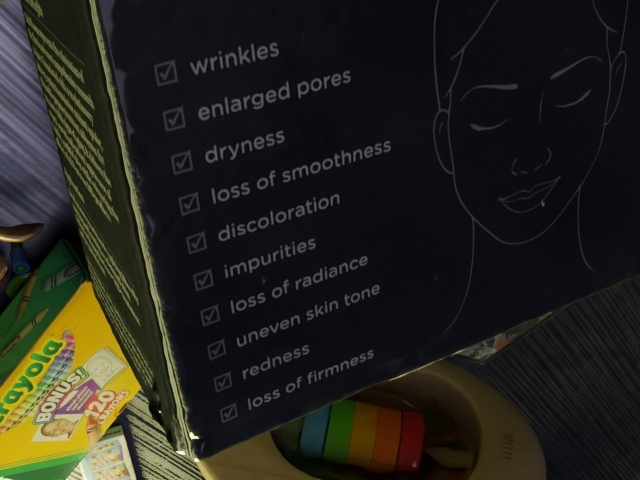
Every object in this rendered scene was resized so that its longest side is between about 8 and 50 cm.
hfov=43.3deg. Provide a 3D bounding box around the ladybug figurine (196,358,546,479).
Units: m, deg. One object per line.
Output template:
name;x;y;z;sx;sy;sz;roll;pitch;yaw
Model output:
ladybug figurine;0.045;0.269;1.011;0.450;0.305;0.161;13;133;7

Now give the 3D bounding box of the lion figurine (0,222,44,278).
lion figurine;-0.484;0.062;0.778;0.240;0.142;0.392;42;79;-5

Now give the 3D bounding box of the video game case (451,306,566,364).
video game case;0.220;0.069;1.084;0.248;0.035;0.275;17;134;-31

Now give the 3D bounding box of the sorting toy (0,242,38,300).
sorting toy;-0.340;0.030;0.880;0.102;0.042;0.061;20;123;-44

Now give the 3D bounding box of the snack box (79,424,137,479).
snack box;-0.276;0.327;1.074;0.064;0.022;0.178;-15;122;-16

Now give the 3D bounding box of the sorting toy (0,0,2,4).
sorting toy;-0.445;-0.184;0.646;0.229;0.041;0.307;49;68;-29

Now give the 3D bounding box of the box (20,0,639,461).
box;0.022;-0.155;0.686;0.480;0.297;0.471;-18;123;-22

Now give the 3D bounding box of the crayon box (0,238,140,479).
crayon box;-0.296;0.148;0.911;0.278;0.081;0.165;-50;139;7
